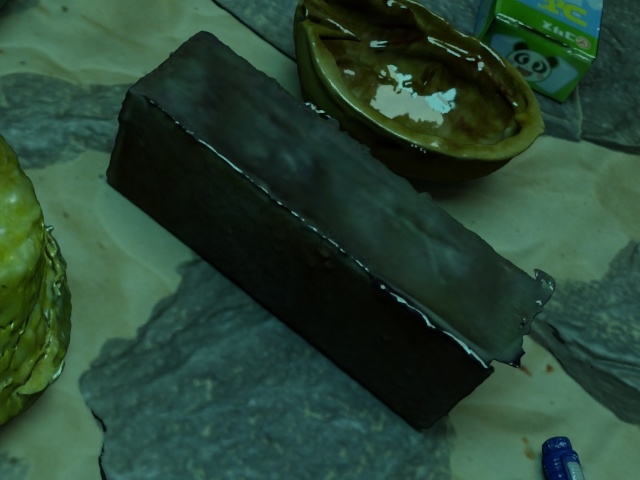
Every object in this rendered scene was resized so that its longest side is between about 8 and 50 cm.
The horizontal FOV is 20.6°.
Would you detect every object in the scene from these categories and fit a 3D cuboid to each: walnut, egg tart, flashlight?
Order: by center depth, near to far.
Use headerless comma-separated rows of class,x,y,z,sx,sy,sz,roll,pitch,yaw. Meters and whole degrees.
egg tart,-0.263,-0.004,1.056,0.294,0.123,0.294,26,39,-23
flashlight,0.178,0.189,1.213,0.057,0.035,0.121,6,53,-22
walnut,0.061,-0.106,1.353,0.211,0.087,0.167,29,40,-6

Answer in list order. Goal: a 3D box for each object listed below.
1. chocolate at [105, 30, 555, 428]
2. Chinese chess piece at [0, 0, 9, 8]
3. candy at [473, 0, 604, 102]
chocolate,0.000,0.000,1.225,0.321,0.112,0.112,37,45,6
Chinese chess piece,-0.356,-0.286,1.246,0.349,0.146,0.349,14,49,-16
candy,0.193,-0.218,1.527,0.097,0.062,0.194,24,47,-9
